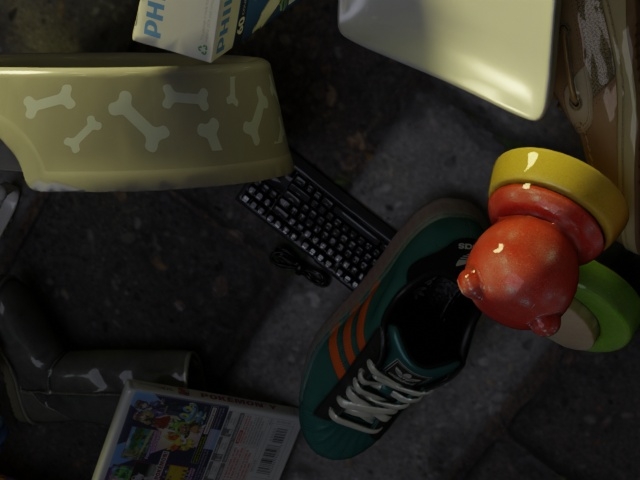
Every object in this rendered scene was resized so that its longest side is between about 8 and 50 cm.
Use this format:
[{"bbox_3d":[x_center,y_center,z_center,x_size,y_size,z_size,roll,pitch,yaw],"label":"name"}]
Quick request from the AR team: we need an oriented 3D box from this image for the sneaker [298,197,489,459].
[{"bbox_3d":[0.065,0.106,1.848,0.108,0.121,0.302,21,120,-15],"label":"sneaker"}]

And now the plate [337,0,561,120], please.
[{"bbox_3d":[0.119,-0.269,1.673,0.278,0.045,0.277,30,124,46],"label":"plate"}]

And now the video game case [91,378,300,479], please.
[{"bbox_3d":[-0.134,0.236,2.004,0.183,0.023,0.201,12,120,-18],"label":"video game case"}]

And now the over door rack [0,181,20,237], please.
[{"bbox_3d":[-0.473,0.046,2.003,0.239,0.108,0.324,24,89,12],"label":"over door rack"}]

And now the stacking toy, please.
[{"bbox_3d":[0.258,0.082,1.691,0.309,0.130,0.279,23,154,11],"label":"stacking toy"}]

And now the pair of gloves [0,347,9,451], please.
[{"bbox_3d":[-0.377,0.192,2.001,0.023,0.159,0.198,30,137,33],"label":"pair of gloves"}]

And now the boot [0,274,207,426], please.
[{"bbox_3d":[-0.224,0.120,2.014,0.208,0.076,0.189,4,127,28],"label":"boot"}]

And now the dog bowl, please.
[{"bbox_3d":[-0.197,-0.111,1.767,0.349,0.349,0.102,3,98,21],"label":"dog bowl"}]

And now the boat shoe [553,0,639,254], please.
[{"bbox_3d":[0.246,-0.155,1.693,0.110,0.121,0.341,8,113,36],"label":"boat shoe"}]

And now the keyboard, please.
[{"bbox_3d":[0.000,0.000,1.903,0.180,0.023,0.108,39,120,5],"label":"keyboard"}]

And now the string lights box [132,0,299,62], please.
[{"bbox_3d":[-0.064,-0.254,1.687,0.077,0.260,0.133,18,117,15],"label":"string lights box"}]

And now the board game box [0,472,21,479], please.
[{"bbox_3d":[-0.393,0.355,2.121,0.347,0.078,0.233,17,88,15],"label":"board game box"}]
